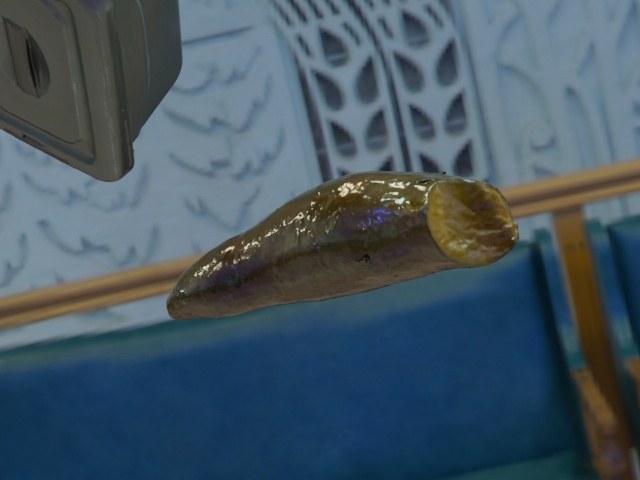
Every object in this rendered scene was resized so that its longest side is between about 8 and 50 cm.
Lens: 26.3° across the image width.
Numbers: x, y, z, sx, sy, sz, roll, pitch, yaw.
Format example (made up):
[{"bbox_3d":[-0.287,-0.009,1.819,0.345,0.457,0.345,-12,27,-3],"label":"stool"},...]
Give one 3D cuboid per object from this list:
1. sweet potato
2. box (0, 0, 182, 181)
[{"bbox_3d":[0.000,0.000,0.830,0.244,0.077,0.077,-11,9,32],"label":"sweet potato"},{"bbox_3d":[-0.140,-0.129,0.759,0.124,0.172,0.093,28,59,14],"label":"box"}]
